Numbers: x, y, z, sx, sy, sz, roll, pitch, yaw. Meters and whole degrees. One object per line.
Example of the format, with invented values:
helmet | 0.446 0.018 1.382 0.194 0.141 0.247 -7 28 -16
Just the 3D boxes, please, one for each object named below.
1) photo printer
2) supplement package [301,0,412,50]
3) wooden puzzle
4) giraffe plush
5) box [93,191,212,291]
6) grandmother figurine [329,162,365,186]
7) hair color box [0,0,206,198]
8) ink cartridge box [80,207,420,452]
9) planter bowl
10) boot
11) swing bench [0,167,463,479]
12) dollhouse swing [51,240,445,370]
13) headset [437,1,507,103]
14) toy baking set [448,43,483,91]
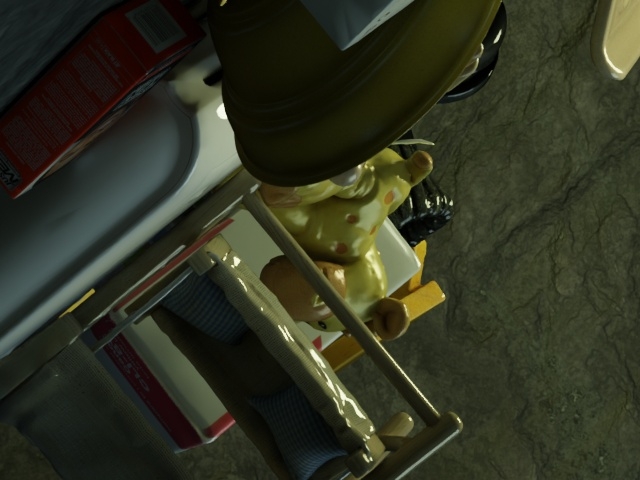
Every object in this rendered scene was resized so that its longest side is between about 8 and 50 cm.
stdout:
photo printer | -0.156 -0.041 1.201 0.307 0.107 0.256 -38 -177 21
supplement package | 0.057 -0.200 0.869 0.179 0.105 0.105 -41 -179 -34
wooden puzzle | 0.321 -0.366 1.743 0.322 0.080 0.348 -44 142 -66
giraffe plush | 0.000 0.000 1.430 0.210 0.170 0.181 -1 -170 -21
box | -0.183 -0.037 1.708 0.103 0.114 0.203 -39 -178 -37
grandmother figurine | 0.030 -0.142 1.261 0.342 0.104 0.208 38 66 -81
hair color box | -0.138 -0.088 0.995 0.141 0.043 0.072 -37 -177 37
ink cartridge box | -0.106 0.079 1.706 0.279 0.160 0.385 -40 -177 -22
planter bowl | -0.001 -0.145 0.979 0.217 0.090 0.217 -31 -141 29
boot | 0.043 -0.106 1.822 0.131 0.260 0.348 -25 174 4
swing bench | -0.081 0.127 1.262 0.255 0.253 0.165 -41 -177 -13
dollhouse swing | -0.112 0.029 1.990 0.315 0.347 0.305 -37 171 40
headset | 0.122 -0.267 1.625 0.394 0.185 0.243 -30 154 -54
toy baking set | 0.095 -0.213 1.262 0.030 0.197 0.256 -4 -179 -7
